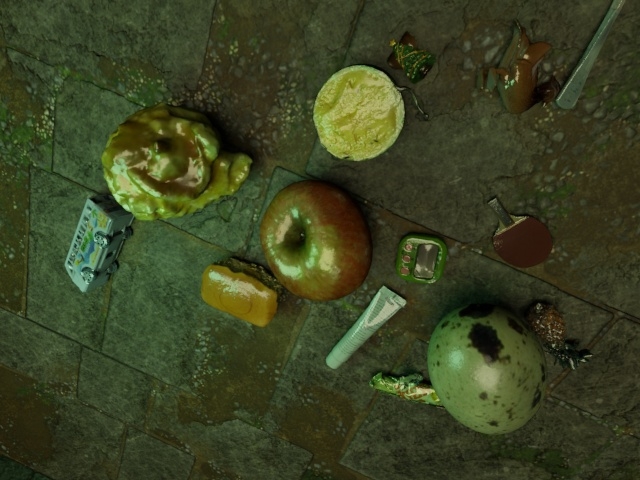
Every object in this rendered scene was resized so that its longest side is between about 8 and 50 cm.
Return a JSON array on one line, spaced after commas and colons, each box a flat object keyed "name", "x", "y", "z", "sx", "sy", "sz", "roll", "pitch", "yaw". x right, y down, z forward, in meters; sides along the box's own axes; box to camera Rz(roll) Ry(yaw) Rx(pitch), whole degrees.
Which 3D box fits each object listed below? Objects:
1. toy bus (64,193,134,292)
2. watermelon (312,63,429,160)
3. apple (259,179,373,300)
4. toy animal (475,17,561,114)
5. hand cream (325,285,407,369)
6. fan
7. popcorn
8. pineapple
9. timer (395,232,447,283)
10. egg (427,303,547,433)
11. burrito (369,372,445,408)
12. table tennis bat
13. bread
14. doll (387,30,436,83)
[{"name": "toy bus", "x": -0.712, "y": 0.013, "z": 1.285, "sx": 0.136, "sy": 0.109, "sz": 0.329, "roll": 39, "pitch": 117, "yaw": 5}, {"name": "watermelon", "x": 0.098, "y": -0.300, "z": 0.932, "sx": 0.232, "sy": 0.127, "sz": 0.204, "roll": -35, "pitch": 101, "yaw": 26}, {"name": "apple", "x": 0.000, "y": 0.000, "z": 1.041, "sx": 0.278, "sy": 0.250, "sz": 0.309, "roll": -3, "pitch": 92, "yaw": 31}, {"name": "toy animal", "x": 0.437, "y": -0.366, "z": 0.854, "sx": 0.179, "sy": 0.089, "sz": 0.188, "roll": -2, "pitch": 114, "yaw": -4}, {"name": "hand cream", "x": 0.125, "y": 0.275, "z": 1.220, "sx": 0.085, "sy": 0.058, "sz": 0.331, "roll": 36, "pitch": 117, "yaw": -2}, {"name": "fan", "x": 0.573, "y": -0.411, "z": 0.825, "sx": 0.057, "sy": 0.023, "sz": 0.281, "roll": 9, "pitch": 117, "yaw": -22}, {"name": "popcorn", "x": -0.374, "y": -0.201, "z": 1.022, "sx": 0.336, "sy": 0.274, "sz": 0.279, "roll": -35, "pitch": 66, "yaw": -12}, {"name": "pineapple", "x": 0.629, "y": 0.249, "z": 1.073, "sx": 0.103, "sy": 0.083, "sz": 0.221, "roll": -31, "pitch": 105, "yaw": 24}, {"name": "timer", "x": 0.273, "y": 0.049, "z": 1.091, "sx": 0.128, "sy": 0.047, "sz": 0.140, "roll": 9, "pitch": 115, "yaw": 11}, {"name": "egg", "x": 0.430, "y": 0.338, "z": 1.046, "sx": 0.288, "sy": 0.287, "sz": 0.379, "roll": -17, "pitch": 115, "yaw": 20}, {"name": "burrito", "x": 0.298, "y": 0.459, "z": 1.262, "sx": 0.288, "sy": 0.054, "sz": 0.104, "roll": 9, "pitch": 115, "yaw": 10}, {"name": "table tennis bat", "x": 0.494, "y": -0.021, "z": 1.022, "sx": 0.130, "sy": 0.019, "sz": 0.220, "roll": -35, "pitch": 103, "yaw": 25}, {"name": "bread", "x": -0.238, "y": 0.153, "z": 1.222, "sx": 0.246, "sy": 0.121, "sz": 0.174, "roll": 23, "pitch": 116, "yaw": 1}, {"name": "doll", "x": 0.194, "y": -0.405, "z": 0.892, "sx": 0.113, "sy": 0.076, "sz": 0.078, "roll": 36, "pitch": 125, "yaw": -3}]
